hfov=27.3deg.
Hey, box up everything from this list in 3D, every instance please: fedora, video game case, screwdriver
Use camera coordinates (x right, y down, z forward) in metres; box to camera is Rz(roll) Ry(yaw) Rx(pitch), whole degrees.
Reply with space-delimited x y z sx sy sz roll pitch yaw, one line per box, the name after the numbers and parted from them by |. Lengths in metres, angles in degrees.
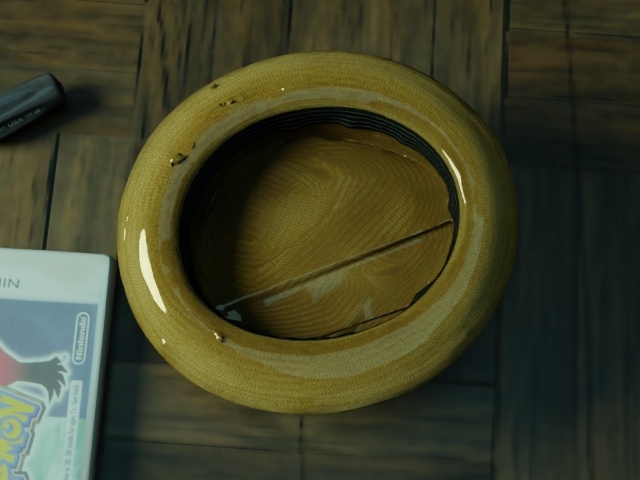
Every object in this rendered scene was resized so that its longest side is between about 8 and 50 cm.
0.000 0.000 0.654 0.194 0.079 0.194 -1 76 4 | fedora
-0.202 0.099 0.649 0.184 0.023 0.201 4 75 -1 | video game case
-0.212 -0.042 0.695 0.170 0.025 0.024 -29 78 0 | screwdriver
